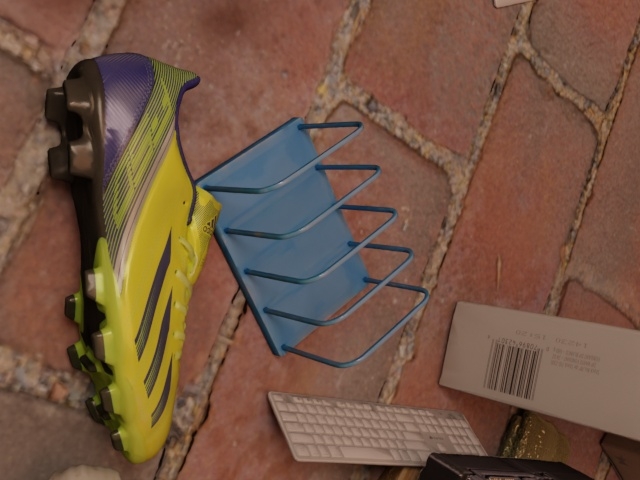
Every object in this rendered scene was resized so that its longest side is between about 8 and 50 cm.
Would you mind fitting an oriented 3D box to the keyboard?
[{"bbox_3d":[0.064,0.179,0.758,0.256,0.072,0.014,15,117,-38],"label":"keyboard"}]

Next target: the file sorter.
[{"bbox_3d":[0.000,0.000,0.665,0.118,0.104,0.170,-38,115,-30],"label":"file sorter"}]

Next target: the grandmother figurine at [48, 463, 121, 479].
[{"bbox_3d":[-0.212,0.311,0.535,0.208,0.104,0.342,35,76,-44],"label":"grandmother figurine"}]

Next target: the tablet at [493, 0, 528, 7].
[{"bbox_3d":[0.208,-0.278,0.864,0.083,0.006,0.054,-21,107,-35],"label":"tablet"}]

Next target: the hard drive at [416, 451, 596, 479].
[{"bbox_3d":[0.133,0.370,0.771,0.236,0.064,0.339,16,95,-43],"label":"hard drive"}]

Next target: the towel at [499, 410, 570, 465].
[{"bbox_3d":[0.234,0.273,0.926,0.110,0.027,0.148,35,73,-34],"label":"towel"}]

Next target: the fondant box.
[{"bbox_3d":[0.324,0.151,0.849,0.330,0.238,0.096,16,84,-38],"label":"fondant box"}]

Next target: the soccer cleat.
[{"bbox_3d":[-0.118,0.014,0.578,0.121,0.093,0.289,-8,98,-32],"label":"soccer cleat"}]

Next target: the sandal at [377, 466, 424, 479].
[{"bbox_3d":[0.005,0.276,0.731,0.079,0.088,0.240,38,61,-1],"label":"sandal"}]

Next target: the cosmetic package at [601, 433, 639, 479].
[{"bbox_3d":[0.515,0.206,1.063,0.296,0.153,0.129,-47,119,-24],"label":"cosmetic package"}]
